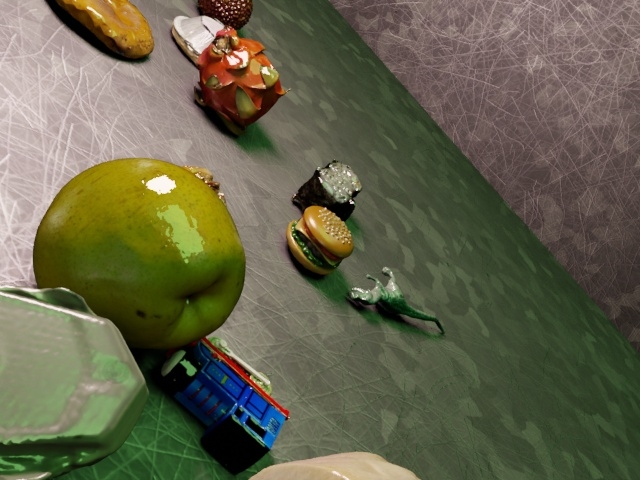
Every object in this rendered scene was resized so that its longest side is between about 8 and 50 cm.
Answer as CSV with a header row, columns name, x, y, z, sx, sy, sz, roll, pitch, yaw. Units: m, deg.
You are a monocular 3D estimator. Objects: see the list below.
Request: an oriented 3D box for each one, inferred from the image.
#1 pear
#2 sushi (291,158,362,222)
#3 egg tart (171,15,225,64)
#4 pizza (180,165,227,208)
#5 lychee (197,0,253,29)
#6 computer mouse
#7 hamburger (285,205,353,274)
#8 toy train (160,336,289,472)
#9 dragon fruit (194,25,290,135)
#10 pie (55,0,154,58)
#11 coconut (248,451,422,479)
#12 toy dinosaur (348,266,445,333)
name,x,y,z,sx,sy,sz,roll,pitch,yaw
pear,-0.251,0.017,0.882,0.294,0.294,0.294,35,29,-23
sushi,0.029,-0.120,1.647,0.147,0.115,0.212,42,28,-2
egg tart,-0.312,-0.562,1.785,0.234,0.094,0.234,37,26,-21
pizza,-0.231,-0.073,1.247,0.194,0.069,0.154,50,26,10
lychee,-0.296,-0.754,1.987,0.188,0.188,0.188,35,29,-23
computer mouse,-0.395,0.146,0.633,0.429,0.145,0.228,17,45,-26
hamburger,0.000,0.000,1.435,0.162,0.115,0.162,36,28,-23
toy train,-0.148,0.230,0.939,0.204,0.083,0.131,43,28,-5
dragon fruit,-0.211,-0.405,1.588,0.227,0.224,0.224,37,28,-31
pie,-0.512,-0.539,1.486,0.273,0.069,0.273,38,23,-20
coconut,0.018,0.404,0.731,0.329,0.329,0.328,35,29,-23
toy dinosaur,0.203,0.140,1.594,0.383,0.076,0.129,17,46,-40
